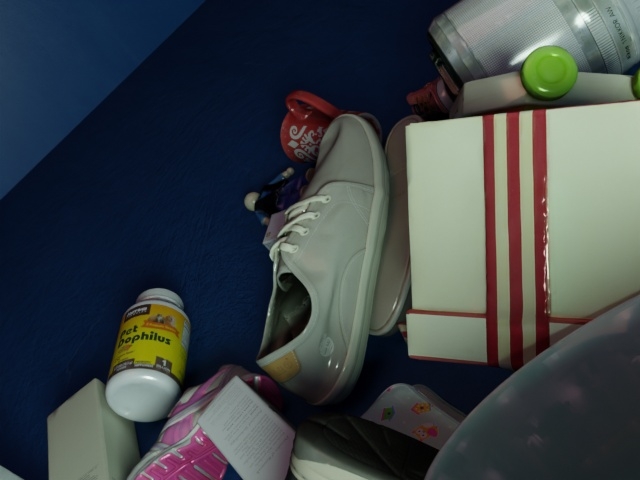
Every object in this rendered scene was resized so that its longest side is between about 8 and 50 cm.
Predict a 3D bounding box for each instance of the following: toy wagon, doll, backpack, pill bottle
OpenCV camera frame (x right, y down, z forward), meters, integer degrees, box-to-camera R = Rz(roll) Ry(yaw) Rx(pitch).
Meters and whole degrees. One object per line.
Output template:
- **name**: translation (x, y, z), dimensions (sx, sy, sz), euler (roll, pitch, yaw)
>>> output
- **toy wagon**: translation (0.333, -0.142, 0.894), dimensions (0.344, 0.267, 0.068), euler (5, 83, 1)
- **doll**: translation (-0.074, -0.086, 1.408), dimensions (0.189, 0.046, 0.129), euler (-13, 51, 46)
- **backpack**: translation (0.092, 0.251, 0.751), dimensions (0.188, 0.144, 0.166), euler (-51, 39, -6)
- **pill bottle**: translation (-0.276, 0.179, 1.232), dimensions (0.117, 0.117, 0.215), euler (-29, 34, 18)

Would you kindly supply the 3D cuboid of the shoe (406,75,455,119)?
- **shoe**: translation (0.192, -0.233, 1.271), dimensions (0.081, 0.063, 0.178), euler (-33, 13, 20)

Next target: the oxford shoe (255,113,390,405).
- **oxford shoe**: translation (0.000, 0.000, 1.049), dimensions (0.169, 0.130, 0.449), euler (-34, 41, 53)

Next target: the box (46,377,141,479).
- **box**: translation (-0.336, 0.340, 1.126), dimensions (0.113, 0.094, 0.275), euler (-39, 32, 3)

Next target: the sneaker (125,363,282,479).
- **sneaker**: translation (-0.169, 0.272, 1.043), dimensions (0.252, 0.103, 0.111), euler (-41, 28, -12)

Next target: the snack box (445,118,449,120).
- **snack box**: translation (0.194, -0.133, 1.196), dimensions (0.100, 0.037, 0.141), euler (-20, 38, 27)

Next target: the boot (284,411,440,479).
- **boot**: translation (0.103, 0.340, 0.602), dimensions (0.284, 0.377, 0.138), euler (-67, -11, 10)

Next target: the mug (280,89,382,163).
- **mug**: translation (0.010, -0.195, 1.369), dimensions (0.169, 0.150, 0.113), euler (14, 85, 47)

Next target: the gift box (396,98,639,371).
- **gift box**: translation (0.220, 0.010, 0.750), dimensions (0.276, 0.255, 0.258), euler (-2, 93, 39)

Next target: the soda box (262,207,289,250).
- **soda box**: translation (0.015, -0.028, 1.227), dimensions (0.216, 0.069, 0.074), euler (-18, 39, 30)

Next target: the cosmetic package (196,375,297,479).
- **cosmetic package**: translation (-0.046, 0.263, 0.899), dimensions (0.085, 0.117, 0.231), euler (-49, 34, -11)

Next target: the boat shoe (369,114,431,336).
- **boat shoe**: translation (0.136, -0.018, 1.059), dimensions (0.112, 0.095, 0.335), euler (-19, 54, 51)

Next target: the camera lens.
- **camera lens**: translation (0.310, -0.288, 1.092), dimensions (0.274, 0.219, 0.219), euler (-32, 33, 13)

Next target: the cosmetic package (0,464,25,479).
- **cosmetic package**: translation (-0.482, 0.437, 1.076), dimensions (0.151, 0.183, 0.151), euler (-37, 32, 5)

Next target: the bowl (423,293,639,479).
- **bowl**: translation (0.231, 0.144, 0.446), dimensions (0.311, 0.163, 0.311), euler (-33, 0, 0)
